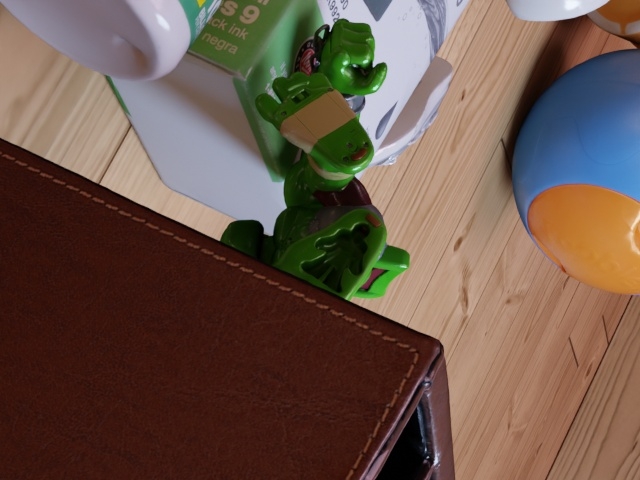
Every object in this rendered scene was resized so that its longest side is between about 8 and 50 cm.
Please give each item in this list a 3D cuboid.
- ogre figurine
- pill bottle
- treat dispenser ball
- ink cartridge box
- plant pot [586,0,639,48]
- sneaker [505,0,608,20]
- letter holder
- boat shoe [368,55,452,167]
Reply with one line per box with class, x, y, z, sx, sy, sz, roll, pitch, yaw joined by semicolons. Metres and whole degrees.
ogre figurine;0.000;0.000;0.694;0.118;0.096;0.197;103;-26;-63
pill bottle;-0.065;-0.189;0.651;0.208;0.117;0.117;-58;158;-21
treat dispenser ball;0.369;-0.080;1.590;0.288;0.288;0.288;-51;154;-36
ink cartridge box;0.001;-0.173;0.823;0.289;0.121;0.211;-58;158;-18
plant pot;0.404;-0.307;1.600;0.188;0.205;0.205;-11;124;-46
sneaker;0.164;-0.335;1.045;0.323;0.130;0.236;-78;153;-55
letter holder;-0.129;0.097;0.540;0.214;0.301;0.152;-57;158;-24
boat shoe;0.057;-0.097;1.141;0.184;0.066;0.063;-56;158;-51
